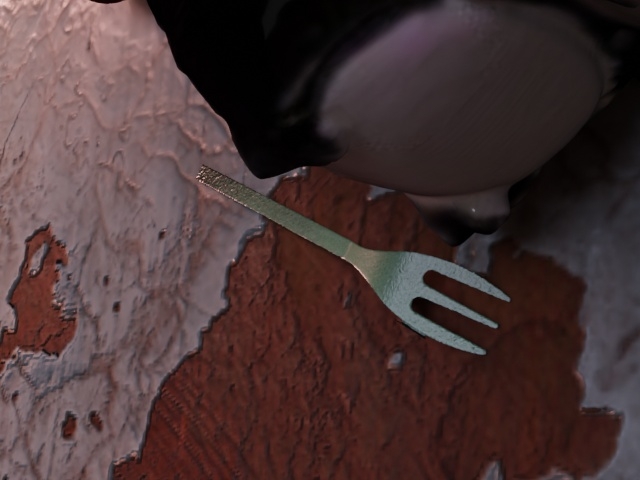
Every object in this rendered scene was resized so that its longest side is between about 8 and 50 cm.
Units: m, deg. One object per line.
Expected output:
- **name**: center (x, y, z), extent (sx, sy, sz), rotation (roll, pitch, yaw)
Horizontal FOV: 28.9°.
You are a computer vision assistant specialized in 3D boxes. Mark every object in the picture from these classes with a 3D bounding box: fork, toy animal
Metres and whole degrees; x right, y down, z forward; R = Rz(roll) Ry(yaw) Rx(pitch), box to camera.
- **fork**: center (-0.001, -0.001, 0.655), extent (0.235, 0.021, 0.039), rotation (27, 91, 41)
- **toy animal**: center (0.092, -0.161, 0.478), extent (0.310, 0.251, 0.251), rotation (-35, 56, 28)

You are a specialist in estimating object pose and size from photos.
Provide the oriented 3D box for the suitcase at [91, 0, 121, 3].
- **suitcase**: center (-0.215, -0.295, 0.783), extent (0.161, 0.236, 0.297), rotation (-54, 50, 14)
